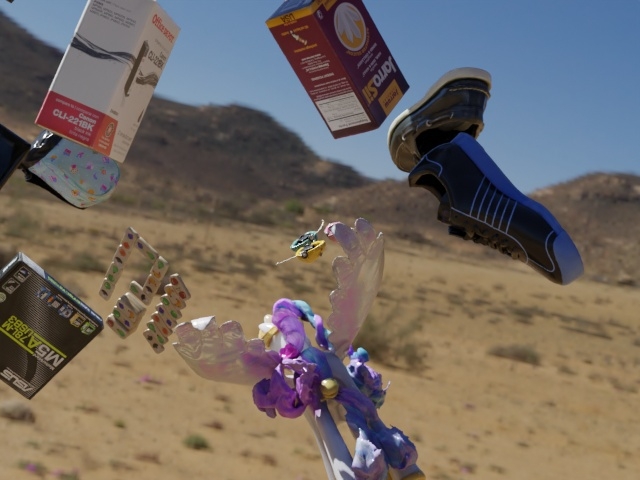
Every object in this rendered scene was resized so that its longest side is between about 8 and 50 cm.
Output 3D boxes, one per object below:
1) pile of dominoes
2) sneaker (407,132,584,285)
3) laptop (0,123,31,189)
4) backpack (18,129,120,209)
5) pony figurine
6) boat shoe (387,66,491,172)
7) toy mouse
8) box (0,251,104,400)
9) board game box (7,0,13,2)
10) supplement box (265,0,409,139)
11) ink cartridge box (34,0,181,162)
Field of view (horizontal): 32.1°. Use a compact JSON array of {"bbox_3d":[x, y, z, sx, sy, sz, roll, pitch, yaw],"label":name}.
[{"bbox_3d":[-0.378,0.118,2.326,0.196,0.251,0.040,42,44,10],"label":"pile of dominoes"},{"bbox_3d":[0.197,-0.021,1.277,0.232,0.090,0.081,49,-13,28],"label":"sneaker"},{"bbox_3d":[-0.801,-0.097,1.975,0.382,0.408,0.236,36,-21,-12],"label":"laptop"},{"bbox_3d":[-0.494,-0.147,2.231,0.182,0.152,0.115,45,-28,-19],"label":"backpack"},{"bbox_3d":[-0.005,0.185,1.467,0.302,0.363,0.351,-25,-28,-10],"label":"pony figurine"},{"bbox_3d":[0.212,-0.181,2.000,0.127,0.113,0.340,9,-24,-21],"label":"boat shoe"},{"bbox_3d":[0.000,0.000,2.170,0.161,0.031,0.143,-23,18,16],"label":"toy mouse"},{"bbox_3d":[-0.487,0.143,1.832,0.191,0.184,0.045,45,3,-28],"label":"box"},{"bbox_3d":[-0.589,-0.550,2.086,0.026,0.126,0.186,32,-15,26],"label":"board game box"},{"bbox_3d":[0.025,-0.241,1.450,0.080,0.104,0.188,-9,-56,41],"label":"supplement box"},{"bbox_3d":[-0.361,-0.290,1.924,0.114,0.273,0.197,22,-1,6],"label":"ink cartridge box"}]
